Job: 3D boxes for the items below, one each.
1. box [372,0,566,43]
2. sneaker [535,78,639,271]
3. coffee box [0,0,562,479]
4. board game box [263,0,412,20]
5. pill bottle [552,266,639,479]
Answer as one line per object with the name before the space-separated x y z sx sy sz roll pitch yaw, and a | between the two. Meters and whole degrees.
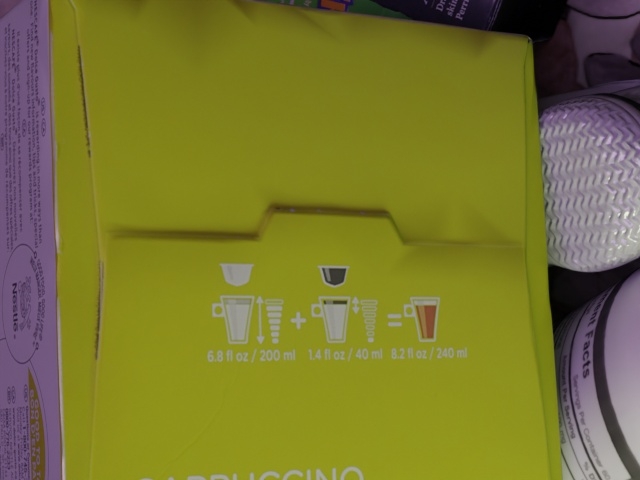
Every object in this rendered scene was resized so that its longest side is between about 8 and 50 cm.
box | 0.070 -0.356 1.055 0.312 0.179 0.343 27 111 18
sneaker | 0.189 -0.051 1.087 0.366 0.210 0.137 2 103 61
coffee box | -0.073 0.046 0.974 0.334 0.337 0.338 -16 74 59
board game box | -0.044 -0.191 1.226 0.259 0.039 0.124 27 112 22
pill bottle | 0.236 0.131 0.991 0.210 0.210 0.363 57 140 6
